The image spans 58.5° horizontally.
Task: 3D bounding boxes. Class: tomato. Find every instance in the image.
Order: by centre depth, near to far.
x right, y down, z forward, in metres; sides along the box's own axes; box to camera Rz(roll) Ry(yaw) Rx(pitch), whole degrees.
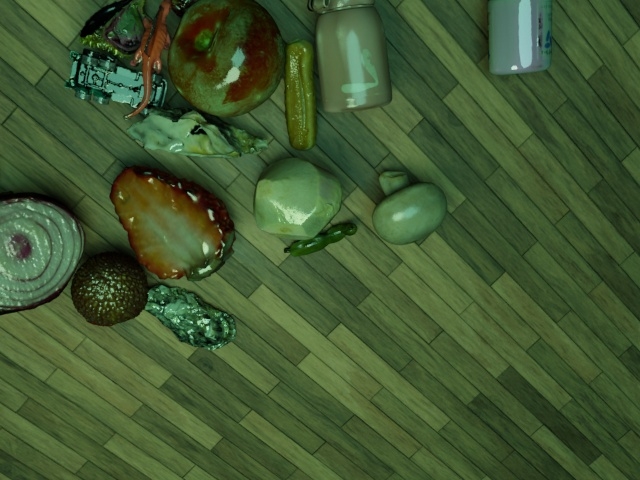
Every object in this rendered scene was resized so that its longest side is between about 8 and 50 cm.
[{"bbox_3d":[-0.200,-0.409,1.292,0.270,0.222,0.271,-5,78,28],"label":"tomato"}]

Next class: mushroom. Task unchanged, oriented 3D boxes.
[{"bbox_3d":[0.219,-0.094,1.487,0.204,0.204,0.205,-2,107,-6],"label":"mushroom"}]

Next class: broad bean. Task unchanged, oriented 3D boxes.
[{"bbox_3d":[0.000,0.000,1.538,0.213,0.070,0.048,-22,91,10],"label":"broad bean"}]

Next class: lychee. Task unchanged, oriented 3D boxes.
[{"bbox_3d":[-0.521,0.116,1.404,0.194,0.194,0.195,-2,107,-6],"label":"lychee"}]

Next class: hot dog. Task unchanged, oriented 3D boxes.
[{"bbox_3d":[-0.045,-0.348,1.381,0.087,0.061,0.286,15,135,11],"label":"hot dog"}]

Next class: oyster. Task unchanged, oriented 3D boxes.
[{"bbox_3d":[-0.294,-0.260,1.366,0.275,0.271,0.101,4,86,23],"label":"oyster"},{"bbox_3d":[-0.355,0.209,1.557,0.199,0.087,0.252,-20,119,3],"label":"oyster"}]

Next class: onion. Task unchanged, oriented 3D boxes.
[{"bbox_3d":[-0.304,-0.565,1.317,0.107,0.097,0.107,-28,138,-29],"label":"onion"},{"bbox_3d":[-0.748,0.032,1.351,0.336,0.260,0.282,-34,111,-38],"label":"onion"}]

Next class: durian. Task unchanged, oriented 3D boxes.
[{"bbox_3d":[-0.469,-0.470,1.313,0.118,0.187,0.108,5,141,32],"label":"durian"}]

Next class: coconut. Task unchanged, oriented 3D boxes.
[{"bbox_3d":[-0.060,-0.103,1.405,0.236,0.237,0.198,14,82,-11],"label":"coconut"}]

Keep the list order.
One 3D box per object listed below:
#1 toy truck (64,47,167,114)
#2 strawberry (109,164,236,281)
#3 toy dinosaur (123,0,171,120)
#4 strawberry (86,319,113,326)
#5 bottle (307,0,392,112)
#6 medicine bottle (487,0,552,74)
[{"bbox_3d":[-0.474,-0.372,1.342,0.215,0.116,0.110,13,106,-18],"label":"toy truck"},{"bbox_3d":[-0.362,-0.058,1.439,0.336,0.149,0.265,45,115,-6],"label":"strawberry"},{"bbox_3d":[-0.367,-0.406,1.231,0.070,0.139,0.286,18,78,-21],"label":"toy dinosaur"},{"bbox_3d":[-0.569,0.183,1.505,0.106,0.106,0.106,-2,107,-6],"label":"strawberry"},{"bbox_3d":[0.063,-0.455,1.336,0.173,0.206,0.297,7,112,38],"label":"bottle"},{"bbox_3d":[0.483,-0.539,1.387,0.151,0.152,0.255,-7,107,-5],"label":"medicine bottle"}]
